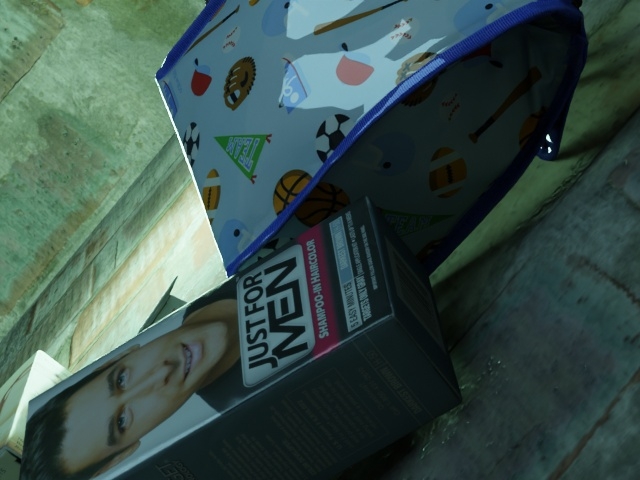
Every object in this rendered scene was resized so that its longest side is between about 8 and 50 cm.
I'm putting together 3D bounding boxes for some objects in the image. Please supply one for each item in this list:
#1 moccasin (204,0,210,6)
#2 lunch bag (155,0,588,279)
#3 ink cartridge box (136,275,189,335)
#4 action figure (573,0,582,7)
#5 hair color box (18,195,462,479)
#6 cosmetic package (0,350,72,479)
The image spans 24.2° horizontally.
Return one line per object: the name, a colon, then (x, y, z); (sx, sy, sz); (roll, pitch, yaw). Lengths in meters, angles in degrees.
moccasin: (-0.029, -0.292, 2.085); (0.147, 0.380, 0.139); (-14, 70, 29)
lunch bag: (0.059, -0.165, 1.418); (0.385, 0.239, 0.328); (-51, 43, 26)
ink cartridge box: (-0.184, 0.147, 1.744); (0.198, 0.067, 0.115); (112, -174, -45)
action figure: (0.267, -0.294, 1.491); (0.164, 0.141, 0.276); (-99, 34, -74)
hair color box: (-0.078, 0.138, 1.273); (0.374, 0.113, 0.185); (-32, 30, 14)
cosmetic package: (-0.380, 0.288, 1.992); (0.129, 0.153, 0.296); (-46, 16, 12)
